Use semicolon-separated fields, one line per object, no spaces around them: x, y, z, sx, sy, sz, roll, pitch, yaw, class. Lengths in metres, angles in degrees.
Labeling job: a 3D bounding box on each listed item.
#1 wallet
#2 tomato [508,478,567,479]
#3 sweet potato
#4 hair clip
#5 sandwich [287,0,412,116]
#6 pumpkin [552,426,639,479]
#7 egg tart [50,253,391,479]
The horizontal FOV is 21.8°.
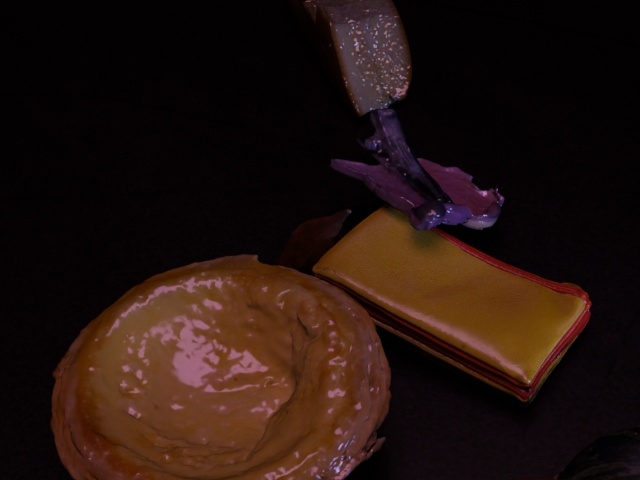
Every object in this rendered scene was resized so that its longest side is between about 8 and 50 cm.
0.126;0.058;1.587;0.241;0.067;0.141;27;49;22;wallet
0.149;0.324;1.150;0.321;0.322;0.322;-3;48;3;tomato
0.000;0.000;1.624;0.049;0.117;0.049;17;52;-23;sweet potato
0.101;-0.063;1.674;0.146;0.056;0.187;-3;39;-39;hair clip
0.029;-0.248;1.852;0.090;0.088;0.244;-17;48;-14;sandwich
0.279;0.237;1.347;0.190;0.146;0.190;13;47;-15;pumpkin
-0.088;0.151;1.484;0.314;0.120;0.315;-4;46;4;egg tart
